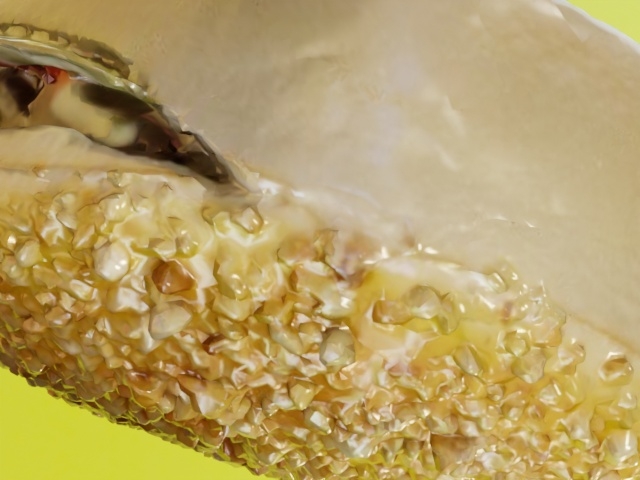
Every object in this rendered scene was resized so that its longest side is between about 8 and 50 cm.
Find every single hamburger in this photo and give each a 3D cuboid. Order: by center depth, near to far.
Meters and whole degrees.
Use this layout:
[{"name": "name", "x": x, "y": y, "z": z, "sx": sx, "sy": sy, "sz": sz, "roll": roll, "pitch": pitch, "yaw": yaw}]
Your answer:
[{"name": "hamburger", "x": 0.000, "y": 0.000, "z": 0.662, "sx": 0.302, "sy": 0.302, "sz": 0.170, "roll": 89, "pitch": 26, "yaw": -81}]
